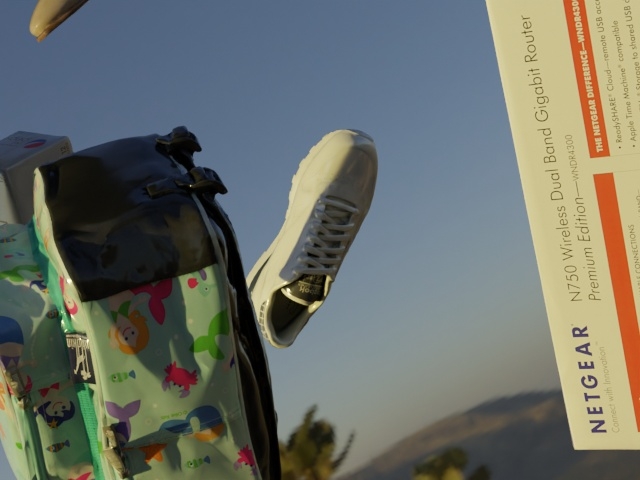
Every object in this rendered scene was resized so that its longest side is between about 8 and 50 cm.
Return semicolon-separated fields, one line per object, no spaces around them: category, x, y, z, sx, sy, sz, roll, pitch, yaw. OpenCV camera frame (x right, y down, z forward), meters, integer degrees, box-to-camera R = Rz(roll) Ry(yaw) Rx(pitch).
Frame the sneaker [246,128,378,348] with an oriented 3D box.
sneaker;0.000;0.000;1.278;0.095;0.090;0.235;-108;39;-66

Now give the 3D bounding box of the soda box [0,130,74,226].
soda box;-0.239;0.017;1.101;0.069;0.216;0.074;9;32;38

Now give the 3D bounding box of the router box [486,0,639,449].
router box;0.277;-0.036;0.748;0.301;0.335;0.082;-4;25;23

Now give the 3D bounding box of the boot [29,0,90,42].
boot;-0.131;-0.166;0.630;0.042;0.087;0.118;-18;29;47

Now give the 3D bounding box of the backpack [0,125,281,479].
backpack;-0.124;0.082;0.836;0.191;0.253;0.225;-21;25;-9
